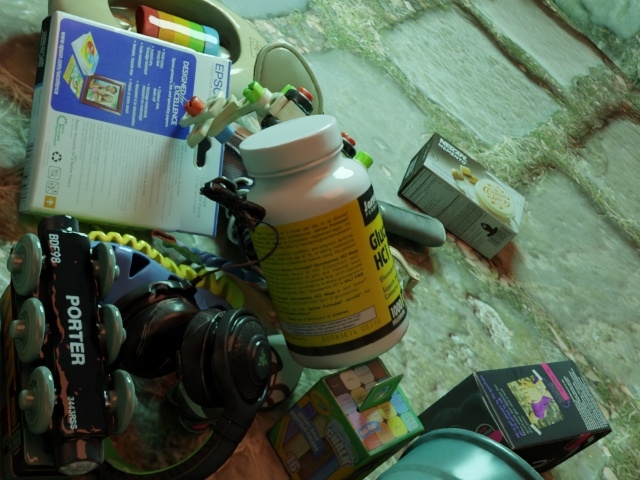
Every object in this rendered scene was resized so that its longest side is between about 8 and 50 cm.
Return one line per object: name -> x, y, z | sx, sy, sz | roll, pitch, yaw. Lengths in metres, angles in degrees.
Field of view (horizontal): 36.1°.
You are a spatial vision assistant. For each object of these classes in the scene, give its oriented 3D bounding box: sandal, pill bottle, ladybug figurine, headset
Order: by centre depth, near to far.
headset -> -0.176, 0.119, 1.246 | 0.243, 0.394, 0.185 | 19, -15, 30
pill bottle -> 0.000, 0.000, 1.405 | 0.188, 0.188, 0.334 | -43, 122, -52
sandal -> -0.252, 0.088, 1.406 | 0.317, 0.126, 0.138 | 19, 47, -24
ladybug figurine -> -0.277, -0.331, 1.752 | 0.449, 0.162, 0.305 | 16, 45, -28

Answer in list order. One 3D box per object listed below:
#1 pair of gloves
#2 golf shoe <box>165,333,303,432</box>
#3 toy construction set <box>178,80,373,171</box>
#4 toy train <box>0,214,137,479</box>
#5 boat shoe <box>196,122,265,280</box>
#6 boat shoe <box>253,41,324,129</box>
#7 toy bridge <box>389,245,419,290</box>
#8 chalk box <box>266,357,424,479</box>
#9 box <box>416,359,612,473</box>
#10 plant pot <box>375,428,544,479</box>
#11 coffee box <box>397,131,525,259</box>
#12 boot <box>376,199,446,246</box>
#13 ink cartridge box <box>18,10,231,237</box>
pair of gloves -> -0.171, 0.032, 1.504 | 0.198, 0.023, 0.159 | 20, -7, 26
golf shoe -> -0.096, 0.192, 1.437 | 0.105, 0.120, 0.273 | 50, 37, 13
toy construction set -> -0.054, -0.154, 1.554 | 0.328, 0.151, 0.215 | 27, -2, -28
toy train -> -0.328, 0.138, 1.208 | 0.142, 0.190, 0.334 | 7, 57, -35
boat shoe -> -0.117, -0.062, 1.652 | 0.340, 0.127, 0.158 | 43, 30, 0
boat shoe -> -0.048, -0.199, 1.751 | 0.113, 0.127, 0.340 | 41, -20, 59
toy bridge -> 0.105, 0.032, 1.806 | 0.188, 0.063, 0.026 | 27, 40, -19
chalk box -> 0.048, 0.263, 1.410 | 0.132, 0.213, 0.132 | -12, 63, -45
box -> 0.325, 0.307, 1.643 | 0.270, 0.165, 0.143 | 1, 54, -39
plant pot -> 0.098, 0.452, 1.208 | 0.334, 0.341, 0.341 | -18, 66, -38
coffee box -> 0.299, -0.095, 2.066 | 0.246, 0.098, 0.141 | 36, 38, -7
boot -> 0.148, -0.028, 1.874 | 0.208, 0.076, 0.189 | 28, 20, -24
ink cartridge box -> -0.298, -0.169, 1.537 | 0.307, 0.072, 0.303 | 11, 81, -37
